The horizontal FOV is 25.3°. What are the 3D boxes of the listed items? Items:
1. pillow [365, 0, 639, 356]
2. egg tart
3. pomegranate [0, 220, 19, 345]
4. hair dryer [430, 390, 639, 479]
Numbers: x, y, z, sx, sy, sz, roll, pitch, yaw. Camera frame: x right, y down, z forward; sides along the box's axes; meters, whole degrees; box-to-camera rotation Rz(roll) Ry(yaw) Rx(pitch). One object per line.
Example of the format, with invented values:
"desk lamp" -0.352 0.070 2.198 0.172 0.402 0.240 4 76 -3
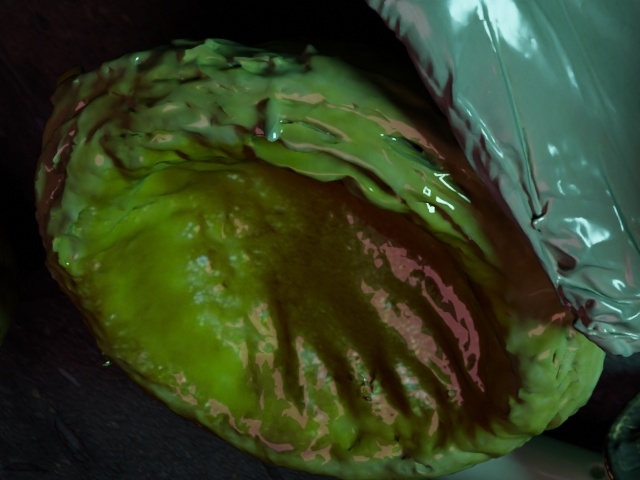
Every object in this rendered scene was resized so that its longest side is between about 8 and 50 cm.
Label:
"pillow" 0.153 -0.069 0.738 0.270 0.173 0.067 55 164 -24
"egg tart" 0.000 0.000 0.910 0.387 0.169 0.388 17 141 14
"pomegranate" -0.367 0.035 1.159 0.248 0.248 0.248 19 139 17
"hair dryer" 0.168 0.175 1.030 0.362 0.128 0.203 14 140 33
